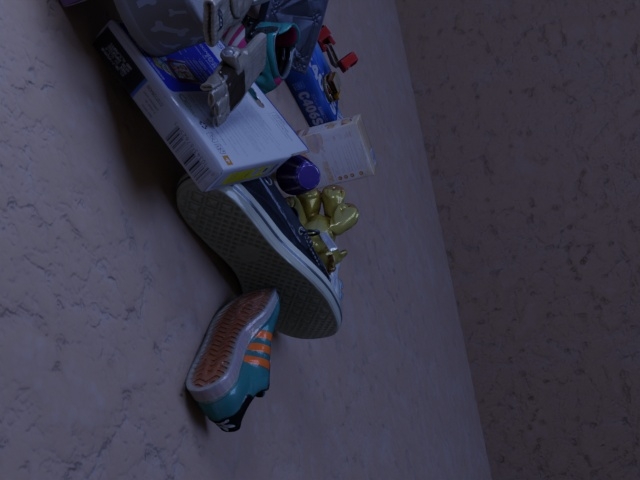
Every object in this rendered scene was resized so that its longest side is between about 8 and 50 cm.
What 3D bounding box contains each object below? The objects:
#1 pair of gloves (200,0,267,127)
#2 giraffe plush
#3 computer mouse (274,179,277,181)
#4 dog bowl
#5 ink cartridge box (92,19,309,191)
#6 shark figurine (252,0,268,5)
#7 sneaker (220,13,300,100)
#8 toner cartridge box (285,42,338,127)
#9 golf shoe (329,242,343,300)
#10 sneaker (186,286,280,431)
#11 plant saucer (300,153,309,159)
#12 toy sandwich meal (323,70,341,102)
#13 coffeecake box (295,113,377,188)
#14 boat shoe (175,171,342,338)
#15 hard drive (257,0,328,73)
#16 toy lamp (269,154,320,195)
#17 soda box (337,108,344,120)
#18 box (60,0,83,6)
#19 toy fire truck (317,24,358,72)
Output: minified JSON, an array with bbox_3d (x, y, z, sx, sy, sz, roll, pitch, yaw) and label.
[{"bbox_3d":[-0.137,-0.310,1.316,0.240,0.042,0.204,92,17,-46],"label":"pair of gloves"},{"bbox_3d":[0.000,0.000,1.962,0.170,0.182,0.210,89,-7,-50],"label":"giraffe plush"},{"bbox_3d":[-0.113,-0.177,1.868,0.106,0.042,0.193,44,-7,35],"label":"computer mouse"},{"bbox_3d":[-0.218,-0.458,1.293,0.349,0.102,0.348,-2,90,-78],"label":"dog bowl"},{"bbox_3d":[-0.191,-0.232,1.442,0.303,0.072,0.307,52,23,8],"label":"ink cartridge box"},{"bbox_3d":[-0.167,-0.511,1.685,0.116,0.278,0.166,156,-60,-65],"label":"shark figurine"},{"bbox_3d":[-0.138,-0.443,1.787,0.124,0.179,0.295,-13,90,-72],"label":"sneaker"},{"bbox_3d":[-0.050,-0.472,2.231,0.347,0.075,0.165,58,25,-44],"label":"toner cartridge box"},{"bbox_3d":[0.010,0.069,2.062,0.086,0.069,0.176,-8,84,-66],"label":"golf shoe"},{"bbox_3d":[-0.136,0.203,1.487,0.121,0.108,0.302,68,28,-27],"label":"sneaker"},{"bbox_3d":[-0.076,-0.197,1.857,0.200,0.037,0.200,49,-5,5],"label":"plant saucer"},{"bbox_3d":[0.034,-0.407,2.265,0.085,0.029,0.085,-13,90,-72],"label":"toy sandwich meal"},{"bbox_3d":[0.030,-0.216,2.116,0.068,0.186,0.142,-68,141,-60],"label":"coffeecake box"},{"bbox_3d":[-0.092,0.013,1.616,0.500,0.187,0.156,55,34,-38],"label":"boat shoe"},{"bbox_3d":[-0.069,-0.538,2.022,0.172,0.054,0.254,10,99,-44],"label":"hard drive"},{"bbox_3d":[-0.080,-0.131,1.656,0.275,0.080,0.080,19,-50,64],"label":"toy lamp"},{"bbox_3d":[0.044,-0.317,2.431,0.183,0.058,0.062,53,30,-53],"label":"soda box"},{"bbox_3d":[-0.355,-0.512,1.292,0.213,0.117,0.242,-73,145,-57],"label":"box"},{"bbox_3d":[0.025,-0.517,2.337,0.135,0.047,0.192,52,-10,-11],"label":"toy fire truck"}]
